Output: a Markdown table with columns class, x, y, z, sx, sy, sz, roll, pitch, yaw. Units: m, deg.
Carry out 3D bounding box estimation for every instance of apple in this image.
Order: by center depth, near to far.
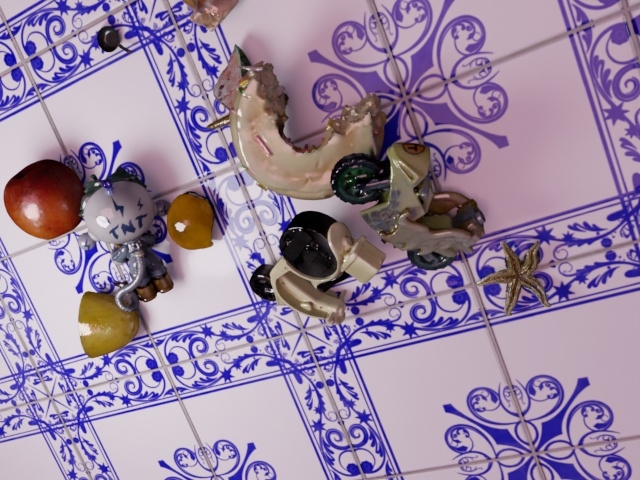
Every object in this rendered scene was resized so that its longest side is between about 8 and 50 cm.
| class | x | y | z | sx | sy | sz | roll | pitch | yaw |
| --- | --- | --- | --- | --- | --- | --- | --- | --- | --- |
| apple | -0.786 | -0.119 | 1.797 | 0.218 | 0.218 | 0.201 | -9 | 129 | 20 |

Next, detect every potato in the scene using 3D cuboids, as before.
| class | x | y | z | sx | sy | sz | roll | pitch | yaw |
| --- | --- | --- | --- | --- | --- | --- | --- | --- | --- |
| potato | -0.628 | 0.254 | 1.899 | 0.158 | 0.178 | 0.204 | -1 | 82 | 3 |

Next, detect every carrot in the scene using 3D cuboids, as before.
| class | x | y | z | sx | sy | sz | roll | pitch | yaw |
| --- | --- | --- | --- | --- | --- | --- | --- | --- | --- |
| carrot | -0.193 | -0.330 | 1.629 | 0.254 | 0.049 | 0.049 | -14 | 102 | 25 |

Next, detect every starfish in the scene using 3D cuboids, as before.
| class | x | y | z | sx | sy | sz | roll | pitch | yaw |
| --- | --- | --- | --- | --- | --- | --- | --- | --- | --- |
| starfish | 0.466 | 0.093 | 1.538 | 0.175 | 0.053 | 0.208 | -6 | 106 | 19 |

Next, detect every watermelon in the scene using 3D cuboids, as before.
| class | x | y | z | sx | sy | sz | roll | pitch | yaw |
| --- | --- | --- | --- | --- | --- | --- | --- | --- | --- |
| watermelon | -0.219 | -0.395 | 1.610 | 0.139 | 0.071 | 0.187 | -4 | 83 | 45 |

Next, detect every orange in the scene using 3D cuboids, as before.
| class | x | y | z | sx | sy | sz | roll | pitch | yaw |
| --- | --- | --- | --- | --- | --- | --- | --- | --- | --- |
| orange | -0.365 | -0.049 | 1.743 | 0.160 | 0.112 | 0.170 | -36 | 81 | 25 |

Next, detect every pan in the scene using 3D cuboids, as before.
| class | x | y | z | sx | sy | sz | roll | pitch | yaw |
| --- | --- | --- | --- | --- | --- | --- | --- | --- | --- |
| pan | -0.549 | -0.531 | 1.692 | 0.115 | 0.023 | 0.068 | 32 | 113 | 10 |

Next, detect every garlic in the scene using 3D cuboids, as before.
| class | x | y | z | sx | sy | sz | roll | pitch | yaw |
| --- | --- | --- | --- | --- | --- | --- | --- | --- | --- |
| garlic | -0.288 | -0.599 | 1.551 | 0.174 | 0.099 | 0.124 | 31 | 99 | 8 |

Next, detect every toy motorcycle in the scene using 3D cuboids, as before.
| class | x | y | z | sx | sy | sz | roll | pitch | yaw |
| --- | --- | --- | --- | --- | --- | --- | --- | --- | --- |
| toy motorcycle | 0.220 | -0.081 | 1.467 | 0.237 | 0.169 | 0.410 | -29 | 125 | 31 |

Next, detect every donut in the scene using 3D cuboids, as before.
| class | x | y | z | sx | sy | sz | roll | pitch | yaw |
| --- | --- | --- | --- | --- | --- | --- | --- | --- | --- |
| donut | -0.038 | -0.251 | 1.520 | 0.371 | 0.150 | 0.307 | 16 | 116 | 1 |

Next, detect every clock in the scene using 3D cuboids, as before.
| class | x | y | z | sx | sy | sz | roll | pitch | yaw |
| --- | --- | --- | --- | --- | --- | --- | --- | --- | --- |
| clock | -0.017 | 0.089 | 1.619 | 0.276 | 0.120 | 0.379 | 33 | 140 | -1 |

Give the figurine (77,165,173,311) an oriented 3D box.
| class | x | y | z | sx | sy | sz | roll | pitch | yaw |
| --- | --- | --- | --- | --- | --- | --- | --- | --- | --- |
| figurine | -0.531 | -0.020 | 1.755 | 0.186 | 0.261 | 0.382 | 18 | 134 | 44 |
